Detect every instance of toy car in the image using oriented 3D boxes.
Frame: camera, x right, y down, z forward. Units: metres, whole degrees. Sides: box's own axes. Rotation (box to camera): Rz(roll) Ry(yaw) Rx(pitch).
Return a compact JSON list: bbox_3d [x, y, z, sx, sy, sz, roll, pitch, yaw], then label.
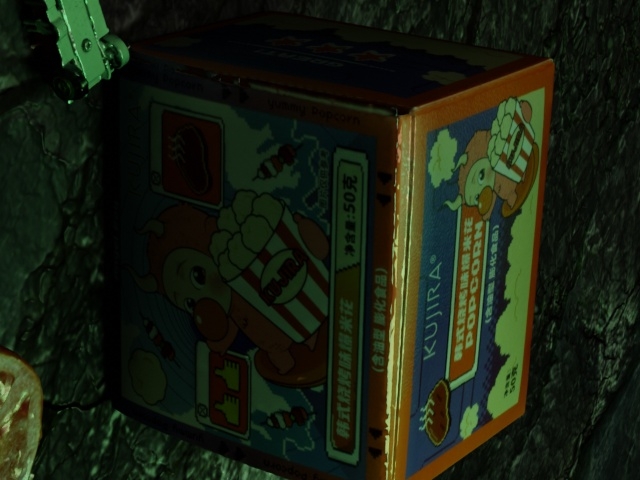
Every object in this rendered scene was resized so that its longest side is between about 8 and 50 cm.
[{"bbox_3d":[-0.203,-0.183,1.264,0.073,0.054,0.143,-47,135,-39],"label":"toy car"}]

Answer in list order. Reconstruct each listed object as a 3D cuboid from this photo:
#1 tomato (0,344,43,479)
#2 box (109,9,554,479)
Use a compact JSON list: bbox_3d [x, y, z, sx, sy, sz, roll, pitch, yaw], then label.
[{"bbox_3d":[-0.316,0.164,1.189,0.237,0.095,0.236,-43,145,-41],"label":"tomato"},{"bbox_3d":[0.000,0.000,1.408,0.257,0.319,0.348,-23,122,-50],"label":"box"}]
